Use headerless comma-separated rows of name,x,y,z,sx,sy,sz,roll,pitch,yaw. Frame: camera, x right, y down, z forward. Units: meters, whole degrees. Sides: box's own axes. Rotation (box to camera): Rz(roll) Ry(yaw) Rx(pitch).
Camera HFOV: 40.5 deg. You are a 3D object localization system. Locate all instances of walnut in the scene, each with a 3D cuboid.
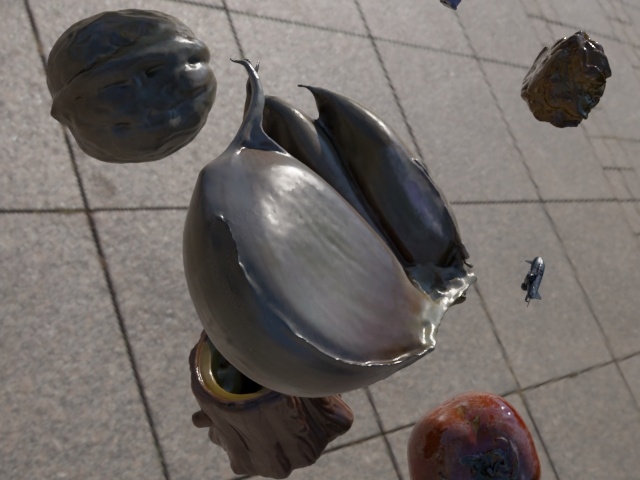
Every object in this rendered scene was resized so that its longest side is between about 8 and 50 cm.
walnut,-0.254,-0.207,1.162,0.224,0.224,0.224,25,47,-31

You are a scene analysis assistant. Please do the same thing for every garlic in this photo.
garlic,0.000,0.000,0.696,0.292,0.210,0.237,39,83,-10

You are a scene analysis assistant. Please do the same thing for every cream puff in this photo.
cream puff,0.297,-0.186,1.037,0.094,0.122,0.116,36,74,-12

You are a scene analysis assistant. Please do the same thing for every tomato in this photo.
tomato,0.250,0.373,1.454,0.232,0.188,0.232,0,84,-5

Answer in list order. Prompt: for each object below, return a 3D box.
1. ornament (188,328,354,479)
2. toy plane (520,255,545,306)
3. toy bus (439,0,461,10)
ornament,-0.081,0.216,1.307,0.218,0.235,0.221,71,18,-52
toy plane,0.317,0.056,1.290,0.031,0.078,0.083,13,54,2
toy bus,0.146,-0.288,0.871,0.058,0.102,0.052,36,13,-19
